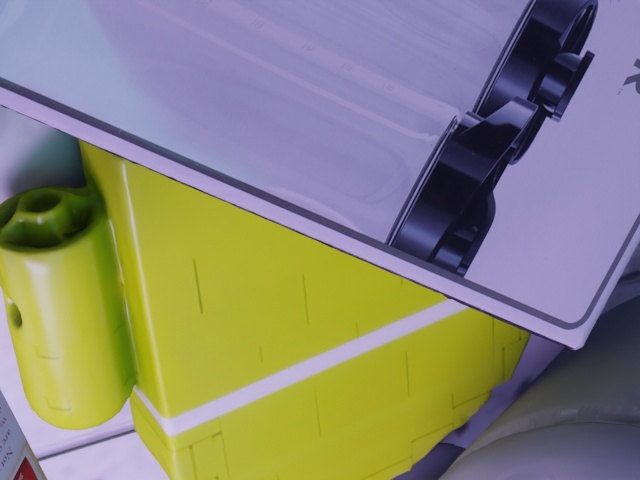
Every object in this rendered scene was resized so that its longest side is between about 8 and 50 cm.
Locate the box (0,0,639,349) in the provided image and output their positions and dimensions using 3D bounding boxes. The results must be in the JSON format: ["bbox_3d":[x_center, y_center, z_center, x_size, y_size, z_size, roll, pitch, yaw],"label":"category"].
[{"bbox_3d":[-0.005,-0.096,0.511,0.290,0.087,0.169,24,97,-35],"label":"box"}]

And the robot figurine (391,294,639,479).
[{"bbox_3d":[0.148,0.140,0.717,0.353,0.300,0.199,-31,119,-58],"label":"robot figurine"}]

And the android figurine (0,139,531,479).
[{"bbox_3d":[0.000,0.000,0.668,0.248,0.056,0.272,-23,132,-20],"label":"android figurine"}]

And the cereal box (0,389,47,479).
[{"bbox_3d":[-0.189,0.001,0.464,0.240,0.173,0.047,74,29,-43],"label":"cereal box"}]
